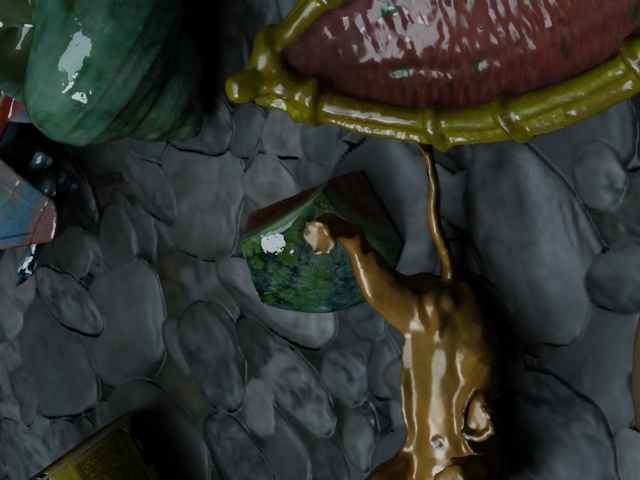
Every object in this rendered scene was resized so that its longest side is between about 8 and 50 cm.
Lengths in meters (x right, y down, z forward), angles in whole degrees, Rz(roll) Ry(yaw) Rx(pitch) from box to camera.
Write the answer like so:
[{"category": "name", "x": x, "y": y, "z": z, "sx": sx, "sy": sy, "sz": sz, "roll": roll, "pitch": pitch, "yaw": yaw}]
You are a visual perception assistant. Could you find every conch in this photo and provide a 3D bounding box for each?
[{"category": "conch", "x": -0.150, "y": -0.136, "z": 0.971, "sx": 0.176, "sy": 0.122, "sz": 0.188, "roll": -36, "pitch": 78, "yaw": 40}]

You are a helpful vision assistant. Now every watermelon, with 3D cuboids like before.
[{"category": "watermelon", "x": 0.004, "y": 0.001, "z": 0.936, "sx": 0.085, "sy": 0.072, "sz": 0.092, "roll": -12, "pitch": 137, "yaw": 34}]

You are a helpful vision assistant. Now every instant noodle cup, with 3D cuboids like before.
[{"category": "instant noodle cup", "x": -0.157, "y": 0.206, "z": 1.109, "sx": 0.122, "sy": 0.151, "sz": 0.151, "roll": 53, "pitch": 135, "yaw": -2}]

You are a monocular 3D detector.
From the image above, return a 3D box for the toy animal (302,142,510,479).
[{"category": "toy animal", "x": 0.063, "y": 0.057, "z": 0.880, "sx": 0.114, "sy": 0.116, "sz": 0.255, "roll": 8, "pitch": 104, "yaw": 26}]

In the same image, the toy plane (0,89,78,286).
[{"category": "toy plane", "x": -0.268, "y": -0.019, "z": 1.142, "sx": 0.223, "sy": 0.104, "sz": 0.326, "roll": 43, "pitch": 132, "yaw": 24}]

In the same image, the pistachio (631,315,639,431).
[{"category": "pistachio", "x": 0.202, "y": 0.048, "z": 0.730, "sx": 0.108, "sy": 0.126, "sz": 0.185, "roll": -92, "pitch": 20, "yaw": -47}]

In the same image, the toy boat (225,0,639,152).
[{"category": "toy boat", "x": 0.093, "y": -0.119, "z": 0.769, "sx": 0.318, "sy": 0.099, "sz": 0.141, "roll": -18, "pitch": 91, "yaw": 43}]
